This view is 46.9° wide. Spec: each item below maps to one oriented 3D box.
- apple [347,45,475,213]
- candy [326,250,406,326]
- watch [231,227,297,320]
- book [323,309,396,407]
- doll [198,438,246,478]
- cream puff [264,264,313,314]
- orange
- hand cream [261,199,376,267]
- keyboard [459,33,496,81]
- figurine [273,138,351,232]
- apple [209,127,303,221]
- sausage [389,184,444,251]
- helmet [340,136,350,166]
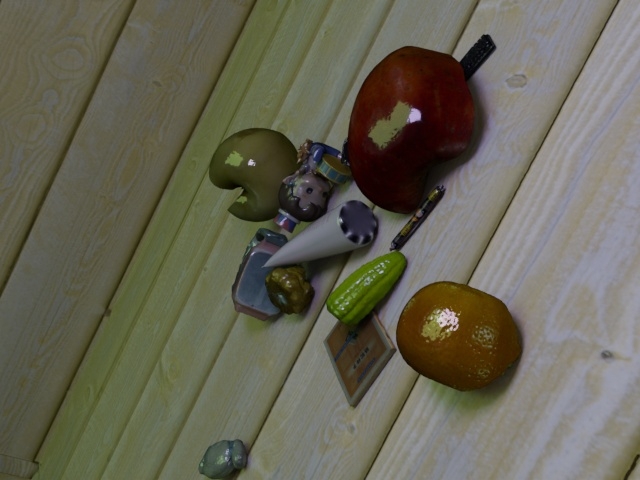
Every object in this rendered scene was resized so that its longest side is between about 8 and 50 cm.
[{"bbox_3d":[0.207,-0.266,1.706,0.328,0.295,0.365,-15,51,20],"label":"apple"},{"bbox_3d":[0.108,0.101,1.651,0.209,0.096,0.097,-43,30,8],"label":"candy"},{"bbox_3d":[-0.178,0.089,2.153,0.254,0.161,0.241,-66,19,-2],"label":"watch"},{"bbox_3d":[0.082,0.239,1.676,0.170,0.018,0.242,-57,27,17],"label":"book"},{"bbox_3d":[-0.266,0.586,1.978,0.214,0.071,0.104,-31,44,45],"label":"doll"},{"bbox_3d":[-0.073,0.123,1.962,0.116,0.146,0.146,-35,7,-35],"label":"cream puff"},{"bbox_3d":[0.225,0.162,1.310,0.237,0.158,0.179,21,90,64],"label":"orange"},{"bbox_3d":[0.000,0.000,1.907,0.185,0.118,0.358,-30,3,-37],"label":"hand cream"},{"bbox_3d":[0.323,-0.387,1.743,0.231,0.023,0.072,-49,28,31],"label":"keyboard"},{"bbox_3d":[-0.029,-0.141,2.059,0.276,0.161,0.158,-57,42,27],"label":"figurine"},{"bbox_3d":[-0.191,-0.205,2.267,0.292,0.292,0.254,-30,14,50],"label":"apple"},{"bbox_3d":[0.214,-0.048,1.656,0.028,0.025,0.198,46,115,18],"label":"sausage"},{"bbox_3d":[0.111,-0.237,1.961,0.123,0.070,0.098,-17,60,47],"label":"helmet"}]
